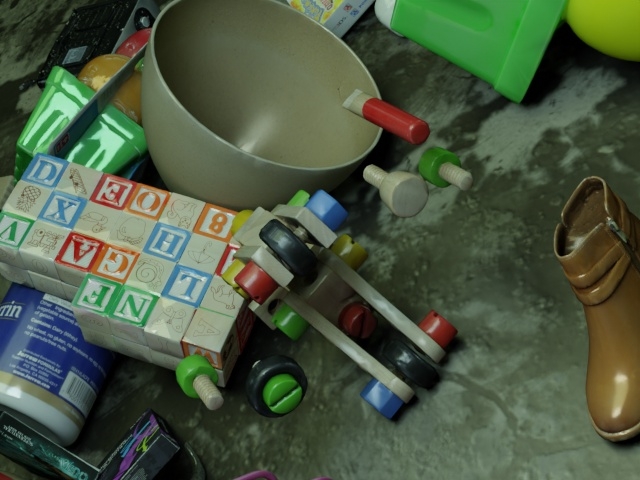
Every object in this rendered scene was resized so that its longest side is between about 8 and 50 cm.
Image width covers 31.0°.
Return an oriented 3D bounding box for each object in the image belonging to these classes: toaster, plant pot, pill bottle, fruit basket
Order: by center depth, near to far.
[{"bbox_3d":[0.281,-0.320,1.189,0.392,0.392,0.283,-13,45,30],"label":"fruit basket"},{"bbox_3d":[-0.093,-0.130,1.359,0.191,0.284,0.284,124,154,-43],"label":"plant pot"},{"bbox_3d":[-0.310,0.100,1.387,0.153,0.153,0.265,-1,55,38],"label":"pill bottle"},{"bbox_3d":[-0.243,-0.181,1.521,0.353,0.165,0.327,-47,1,-23],"label":"fruit basket"},{"bbox_3d":[-0.330,-0.275,1.752,0.185,0.110,0.168,-4,53,36],"label":"toaster"}]

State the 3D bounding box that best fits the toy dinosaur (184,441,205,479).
[{"bbox_3d":[-0.161,0.317,1.113,0.160,0.121,0.313,-23,47,12],"label":"toy dinosaur"}]

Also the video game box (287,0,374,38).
[{"bbox_3d":[0.024,-0.389,1.566,0.187,0.048,0.205,-48,46,18],"label":"video game box"}]

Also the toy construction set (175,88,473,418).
[{"bbox_3d":[0.000,0.000,1.141,0.237,0.257,0.309,39,110,57],"label":"toy construction set"}]

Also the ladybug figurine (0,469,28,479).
[{"bbox_3d":[-0.405,0.382,1.214,0.449,0.162,0.305,22,71,46],"label":"ladybug figurine"}]

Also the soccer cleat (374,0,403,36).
[{"bbox_3d":[0.158,-0.332,1.458,0.196,0.068,0.076,-37,56,9],"label":"soccer cleat"}]

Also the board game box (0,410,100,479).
[{"bbox_3d":[-0.330,0.227,1.274,0.186,0.126,0.026,-10,46,59],"label":"board game box"}]

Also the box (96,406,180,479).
[{"bbox_3d":[-0.205,0.240,1.222,0.116,0.029,0.162,-49,9,-8],"label":"box"}]

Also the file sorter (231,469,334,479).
[{"bbox_3d":[0.023,0.289,0.876,0.290,0.202,0.182,-3,96,37],"label":"file sorter"}]

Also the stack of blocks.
[{"bbox_3d":[-0.214,0.029,1.285,0.297,0.087,0.171,17,60,10],"label":"stack of blocks"}]

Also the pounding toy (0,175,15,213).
[{"bbox_3d":[-0.445,-0.021,1.611,0.141,0.130,0.100,-7,52,34],"label":"pounding toy"}]

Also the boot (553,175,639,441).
[{"bbox_3d":[0.241,0.057,0.988,0.073,0.152,0.197,-9,51,33],"label":"boot"}]
